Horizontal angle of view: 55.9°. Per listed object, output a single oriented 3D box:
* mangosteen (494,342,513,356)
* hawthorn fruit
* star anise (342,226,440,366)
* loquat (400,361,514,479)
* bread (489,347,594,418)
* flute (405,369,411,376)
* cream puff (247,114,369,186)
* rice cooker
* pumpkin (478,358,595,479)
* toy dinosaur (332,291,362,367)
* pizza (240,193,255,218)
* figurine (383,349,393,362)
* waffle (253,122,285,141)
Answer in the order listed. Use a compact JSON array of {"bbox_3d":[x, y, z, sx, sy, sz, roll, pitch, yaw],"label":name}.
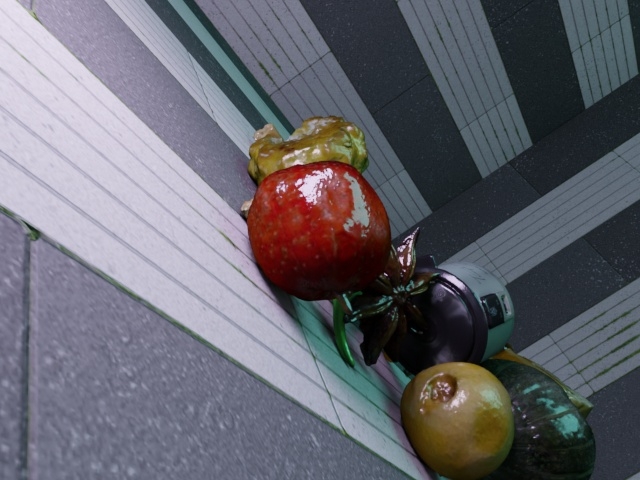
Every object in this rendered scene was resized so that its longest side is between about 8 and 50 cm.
[{"bbox_3d":[0.469,0.366,1.888,0.287,0.288,0.233,60,4,31],"label":"mangosteen"},{"bbox_3d":[0.000,0.000,0.917,0.215,0.216,0.249,30,40,-72],"label":"hawthorn fruit"},{"bbox_3d":[0.114,0.098,1.104,0.103,0.271,0.272,5,-35,46],"label":"star anise"},{"bbox_3d":[0.253,0.324,1.092,0.213,0.213,0.213,54,8,-11],"label":"loquat"},{"bbox_3d":[0.470,0.463,1.530,0.210,0.341,0.300,18,13,-26],"label":"bread"},{"bbox_3d":[0.249,0.341,1.616,0.027,0.027,0.233,57,8,15],"label":"flute"},{"bbox_3d":[-0.022,-0.154,1.310,0.281,0.282,0.185,-108,180,-64],"label":"cream puff"},{"bbox_3d":[0.264,0.165,1.261,0.227,0.241,0.280,-9,85,-48],"label":"rice cooker"},{"bbox_3d":[0.405,0.416,1.298,0.258,0.291,0.328,3,26,-33],"label":"pumpkin"},{"bbox_3d":[0.085,0.135,1.303,0.374,0.144,0.499,50,24,-41],"label":"toy dinosaur"},{"bbox_3d":[-0.070,-0.032,1.105,0.226,0.069,0.147,49,12,-39],"label":"pizza"},{"bbox_3d":[0.178,0.204,1.386,0.098,0.083,0.154,30,68,-63],"label":"figurine"},{"bbox_3d":[-0.045,-0.120,1.594,0.304,0.078,0.348,48,11,-49],"label":"waffle"}]
